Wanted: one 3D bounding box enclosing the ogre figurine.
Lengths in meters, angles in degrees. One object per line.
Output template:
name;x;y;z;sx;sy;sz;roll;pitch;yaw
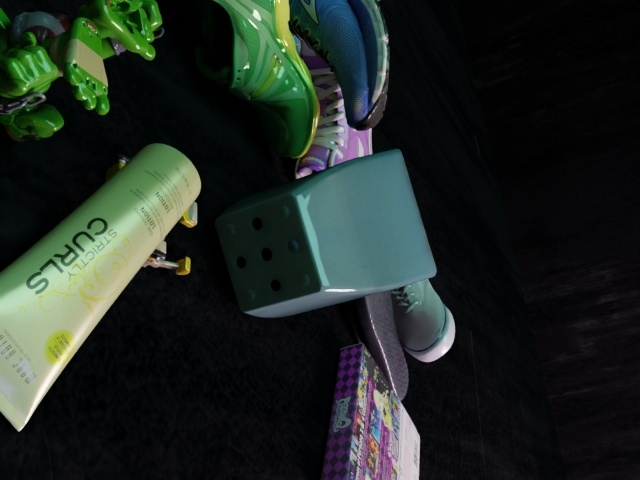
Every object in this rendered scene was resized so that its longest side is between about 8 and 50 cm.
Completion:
ogre figurine;-0.195;-0.127;0.531;0.197;0.118;0.097;-83;153;-43

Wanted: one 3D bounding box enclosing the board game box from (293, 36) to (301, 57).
board game box;-0.088;-0.345;1.061;0.160;0.039;0.211;-21;94;-69

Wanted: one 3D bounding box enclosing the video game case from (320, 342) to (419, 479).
video game case;0.073;0.288;0.981;0.210;0.042;0.232;60;25;-31

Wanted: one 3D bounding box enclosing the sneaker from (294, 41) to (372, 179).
sneaker;0.014;-0.164;1.048;0.161;0.102;0.282;-45;128;-60

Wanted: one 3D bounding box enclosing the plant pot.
plant pot;0.000;0.000;0.862;0.234;0.166;0.165;-16;89;-62

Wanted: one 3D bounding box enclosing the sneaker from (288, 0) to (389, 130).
sneaker;-0.005;-0.286;0.976;0.130;0.147;0.330;80;-8;-75

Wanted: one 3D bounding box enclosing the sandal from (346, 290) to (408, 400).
sandal;0.073;0.127;1.104;0.097;0.054;0.254;-47;128;-58

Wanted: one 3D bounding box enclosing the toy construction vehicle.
toy construction vehicle;-0.153;-0.018;0.674;0.098;0.035;0.086;27;48;-50

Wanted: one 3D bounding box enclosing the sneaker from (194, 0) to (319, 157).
sneaker;-0.088;-0.214;0.903;0.109;0.123;0.295;38;-23;41

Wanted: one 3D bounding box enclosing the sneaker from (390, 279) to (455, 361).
sneaker;0.137;0.092;1.204;0.091;0.094;0.258;45;13;-27

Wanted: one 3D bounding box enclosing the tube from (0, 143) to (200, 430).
tube;-0.170;0.017;0.553;0.070;0.062;0.240;31;46;2
